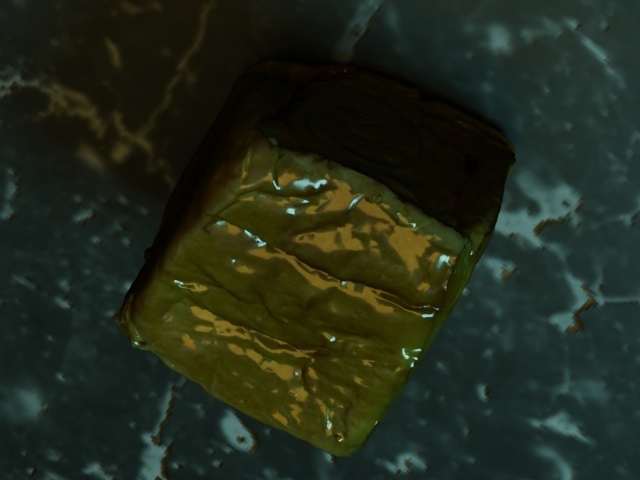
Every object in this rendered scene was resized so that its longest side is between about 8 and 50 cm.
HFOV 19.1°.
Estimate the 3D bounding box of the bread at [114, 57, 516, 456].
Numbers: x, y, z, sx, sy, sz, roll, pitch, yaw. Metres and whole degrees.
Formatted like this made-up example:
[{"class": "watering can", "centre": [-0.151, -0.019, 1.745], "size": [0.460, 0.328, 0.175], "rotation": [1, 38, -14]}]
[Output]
[{"class": "bread", "centre": [0.000, 0.000, 0.926], "size": [0.149, 0.158, 0.143], "rotation": [26, 115, -8]}]
